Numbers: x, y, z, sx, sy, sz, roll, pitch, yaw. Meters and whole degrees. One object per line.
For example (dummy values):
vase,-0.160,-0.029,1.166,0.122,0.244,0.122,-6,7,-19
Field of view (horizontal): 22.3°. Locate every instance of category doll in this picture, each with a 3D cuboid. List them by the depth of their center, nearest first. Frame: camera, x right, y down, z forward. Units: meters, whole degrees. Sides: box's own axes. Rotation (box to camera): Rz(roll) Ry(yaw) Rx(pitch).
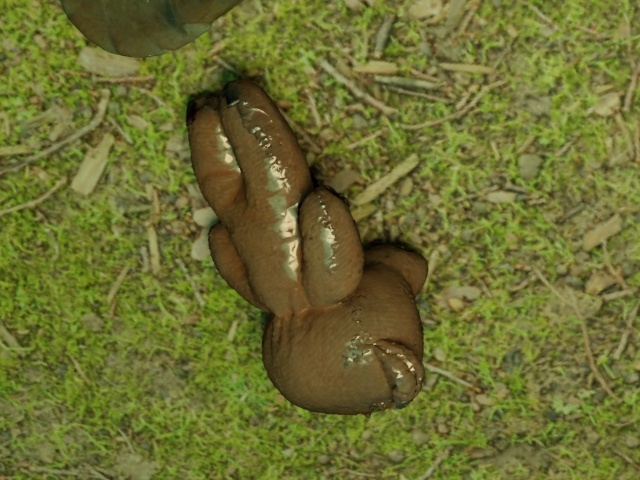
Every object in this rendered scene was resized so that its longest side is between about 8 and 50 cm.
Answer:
doll,0.000,0.000,1.357,0.201,0.156,0.303,-9,104,60

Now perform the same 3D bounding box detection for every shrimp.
shrimp,-0.105,-0.243,1.260,0.254,0.059,0.145,-35,100,30
